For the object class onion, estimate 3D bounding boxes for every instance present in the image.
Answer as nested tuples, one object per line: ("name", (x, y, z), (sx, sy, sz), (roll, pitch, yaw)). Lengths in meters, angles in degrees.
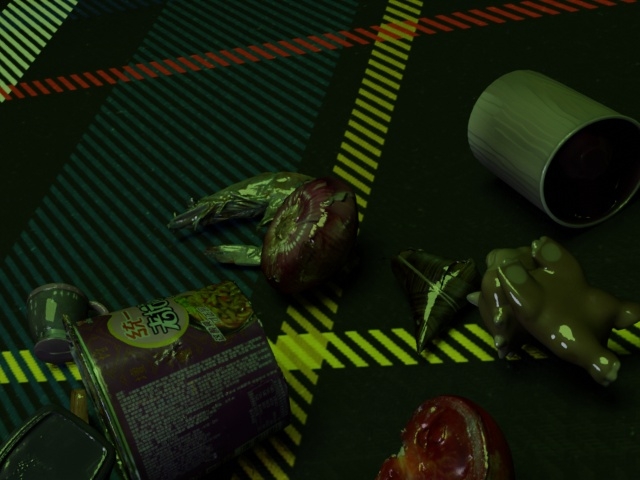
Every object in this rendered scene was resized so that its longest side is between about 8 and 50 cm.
("onion", (0.000, 0.000, 1.929), (0.230, 0.163, 0.230), (-53, 22, 33))

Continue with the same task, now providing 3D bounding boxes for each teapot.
("teapot", (-0.482, 0.166, 2.009), (0.116, 0.148, 0.146), (-43, 38, 33))

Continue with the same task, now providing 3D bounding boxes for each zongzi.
("zongzi", (0.154, 0.097, 1.797), (0.187, 0.084, 0.184), (16, 60, 48))

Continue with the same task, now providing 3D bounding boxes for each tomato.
("tomato", (0.180, 0.336, 1.428), (0.233, 0.140, 0.200), (-56, 29, 10))

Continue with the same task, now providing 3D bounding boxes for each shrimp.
("shrimp", (-0.140, -0.037, 2.110), (0.361, 0.085, 0.246), (-6, 46, 14))

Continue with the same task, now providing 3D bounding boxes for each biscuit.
("biscuit", (-0.402, 0.298, 1.776), (0.023, 0.118, 0.140), (-4, 30, -18))

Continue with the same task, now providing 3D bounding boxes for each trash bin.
("trash bin", (-0.416, 0.376, 1.577), (0.182, 0.290, 0.209), (38, 56, 2))

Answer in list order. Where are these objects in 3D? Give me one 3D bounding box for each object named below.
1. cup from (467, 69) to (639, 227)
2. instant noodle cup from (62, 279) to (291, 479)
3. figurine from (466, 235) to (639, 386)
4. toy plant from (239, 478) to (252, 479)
("cup", (0.440, -0.183, 1.894), (0.288, 0.208, 0.273), (-31, 36, -11))
("instant noodle cup", (-0.215, 0.216, 1.636), (0.266, 0.339, 0.340), (-23, 36, -16))
("figurine", (0.342, 0.115, 1.617), (0.247, 0.173, 0.177), (31, 59, 10))
("toy plant", (-0.128, 0.446, 1.411), (0.218, 0.175, 0.235), (37, 66, 15))
